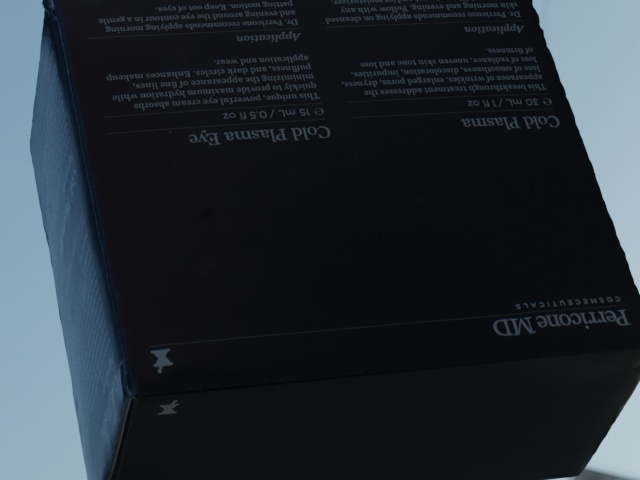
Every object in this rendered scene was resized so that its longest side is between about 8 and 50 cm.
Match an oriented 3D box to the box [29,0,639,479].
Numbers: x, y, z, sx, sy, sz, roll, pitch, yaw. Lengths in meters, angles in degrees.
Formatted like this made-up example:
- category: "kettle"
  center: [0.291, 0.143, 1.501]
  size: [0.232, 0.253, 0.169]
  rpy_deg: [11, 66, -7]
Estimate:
- category: "box"
  center: [0.000, 0.000, 1.302]
  size: [0.179, 0.343, 0.312]
  rpy_deg: [108, 153, -52]
